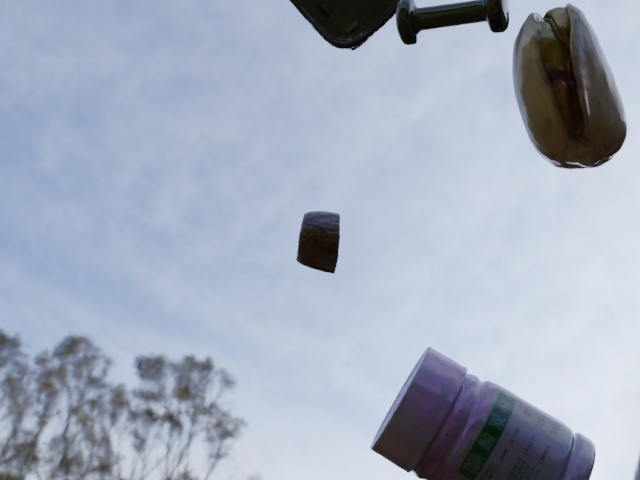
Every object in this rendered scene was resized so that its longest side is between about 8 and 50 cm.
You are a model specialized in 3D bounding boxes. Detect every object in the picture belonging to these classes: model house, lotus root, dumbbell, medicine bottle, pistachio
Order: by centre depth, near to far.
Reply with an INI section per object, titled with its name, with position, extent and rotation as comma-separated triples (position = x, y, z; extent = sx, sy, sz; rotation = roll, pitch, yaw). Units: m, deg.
[dumbbell]
position = 0.139, -0.237, 1.011
extent = 0.118, 0.046, 0.052
rotation = -4, -29, 21
[pistachio]
position = 0.294, -0.180, 1.154
extent = 0.117, 0.145, 0.200
rotation = -20, -86, 22
[model house]
position = 0.039, -0.430, 1.459
extent = 0.218, 0.279, 0.205
rotation = -39, -76, 7
[medicine bottle]
position = 0.272, 0.347, 1.621
extent = 0.325, 0.212, 0.212
rotation = 31, -37, 7
[lotus root]
position = 0.000, -0.002, 1.868
extent = 0.081, 0.112, 0.122
rotation = 9, -43, 2
